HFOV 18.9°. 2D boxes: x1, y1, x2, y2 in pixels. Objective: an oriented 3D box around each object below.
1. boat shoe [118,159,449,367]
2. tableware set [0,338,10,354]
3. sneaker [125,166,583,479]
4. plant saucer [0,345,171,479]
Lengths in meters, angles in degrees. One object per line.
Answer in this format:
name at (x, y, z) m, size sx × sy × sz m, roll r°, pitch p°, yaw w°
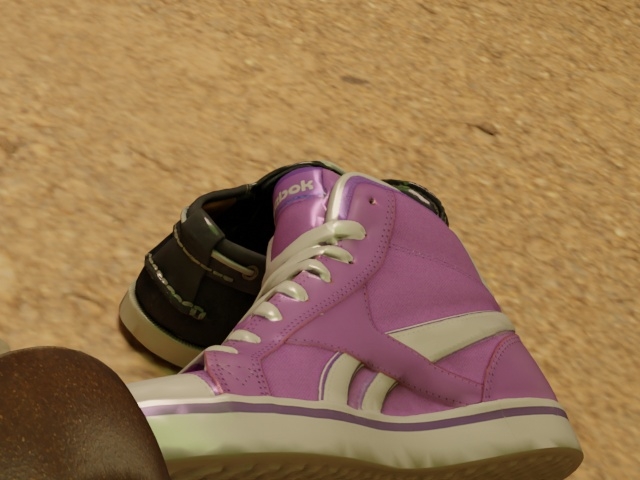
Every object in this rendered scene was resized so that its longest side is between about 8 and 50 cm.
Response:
boat shoe at (0.000, 0.000, 0.963) m, size 0.084 × 0.079 × 0.233 m, roll 35°, pitch 29°, yaw 25°
tableware set at (-0.167, 0.056, 0.796) m, size 0.104 × 0.024 × 0.154 m, roll 6°, pitch 33°, yaw -29°
sneaker at (-0.020, 0.045, 0.801) m, size 0.282 × 0.102 × 0.161 m, roll 4°, pitch 57°, yaw -51°
plant saucer at (-0.093, 0.128, 0.536) m, size 0.036 × 0.198 × 0.198 m, roll 20°, pitch 25°, yaw 25°
